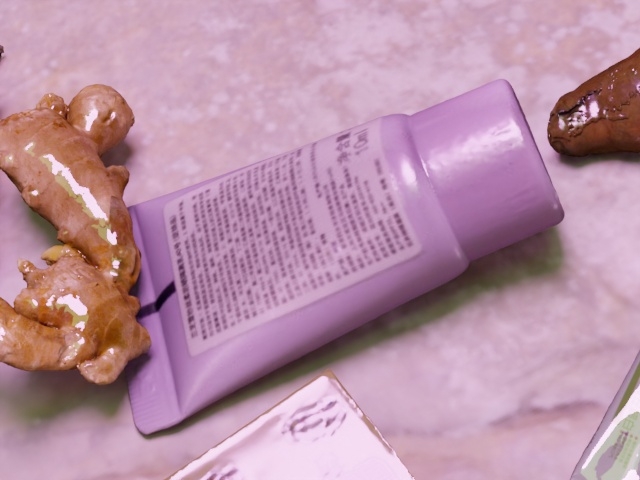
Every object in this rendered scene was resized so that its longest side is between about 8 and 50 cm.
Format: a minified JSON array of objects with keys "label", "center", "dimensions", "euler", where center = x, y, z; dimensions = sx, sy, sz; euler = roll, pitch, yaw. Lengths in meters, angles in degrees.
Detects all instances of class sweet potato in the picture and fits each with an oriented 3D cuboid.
[{"label":"sweet potato","center":[0.276,-0.091,0.860],"dimensions":[0.286,0.085,0.112],"euler":[-2,64,8]}]

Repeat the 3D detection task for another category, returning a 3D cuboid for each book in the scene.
[{"label":"book","center":[-0.010,0.185,0.785],"dimensions":[0.168,0.013,0.192],"euler":[-33,60,-10]}]

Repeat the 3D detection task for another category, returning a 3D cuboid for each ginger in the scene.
[{"label":"ginger","center":[-0.153,0.001,0.865],"dimensions":[0.193,0.052,0.176],"euler":[-34,83,-38]}]

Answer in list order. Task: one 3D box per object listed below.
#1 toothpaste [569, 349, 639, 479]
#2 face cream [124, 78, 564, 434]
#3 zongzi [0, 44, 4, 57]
[{"label":"toothpaste","center":[0.197,0.064,0.816],"dimensions":[0.048,0.029,0.197],"euler":[22,69,20]},{"label":"face cream","center":[0.000,0.000,0.856],"dimensions":[0.274,0.096,0.154],"euler":[-22,61,10]},{"label":"zongzi","center":[-0.292,-0.051,0.938],"dimensions":[0.178,0.081,0.189],"euler":[-17,49,17]}]
